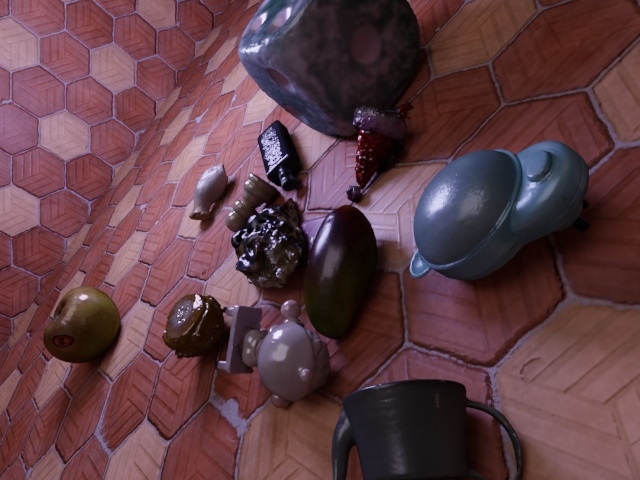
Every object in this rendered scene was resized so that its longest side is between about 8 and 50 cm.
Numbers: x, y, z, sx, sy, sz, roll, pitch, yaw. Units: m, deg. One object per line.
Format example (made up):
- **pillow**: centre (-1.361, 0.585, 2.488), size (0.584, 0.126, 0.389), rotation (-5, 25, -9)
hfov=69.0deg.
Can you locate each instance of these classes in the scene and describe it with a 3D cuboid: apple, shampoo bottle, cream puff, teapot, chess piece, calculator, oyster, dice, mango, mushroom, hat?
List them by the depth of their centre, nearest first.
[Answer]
- **teapot**: centre (0.124, 0.265, 0.579), size (0.240, 0.162, 0.148), rotation (-8, 57, 8)
- **mango**: centre (0.039, 0.050, 0.882), size (0.133, 0.111, 0.267), rotation (4, 69, 20)
- **hat**: centre (0.116, -0.190, 1.031), size (0.140, 0.129, 0.227), rotation (20, 93, 37)
- **calculator**: centre (0.000, 0.000, 1.037), size (0.191, 0.034, 0.126), rotation (-6, 57, 47)
- **cream puff**: centre (-0.297, 0.208, 1.119), size (0.150, 0.115, 0.165), rotation (-1, 50, 40)
- **oyster**: centre (-0.146, 0.020, 1.119), size (0.221, 0.096, 0.361), rotation (-50, 27, 20)
- **dice**: centre (0.016, -0.486, 1.184), size (0.328, 0.330, 0.348), rotation (-53, 36, -2)
- **chess piece**: centre (-0.201, -0.096, 1.309), size (0.170, 0.094, 0.094), rotation (-58, 35, 5)
- **shampoo bottle**: centre (-0.118, -0.238, 1.342), size (0.098, 0.071, 0.309), rotation (-39, 37, 16)
- **apple**: centre (-0.784, 0.278, 1.542), size (0.261, 0.194, 0.260), rotation (-32, 39, 30)
- **mushroom**: centre (-0.368, -0.159, 1.548), size (0.097, 0.088, 0.212), rotation (16, 76, 19)

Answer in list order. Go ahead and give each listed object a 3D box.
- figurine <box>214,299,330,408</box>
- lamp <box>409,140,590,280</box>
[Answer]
- **figurine**: centre (-0.078, 0.201, 0.854), size (0.257, 0.144, 0.181), rotation (0, 59, 47)
- **lamp**: centre (0.249, -0.048, 0.696), size (0.284, 0.147, 0.209), rotation (-13, 49, 42)
